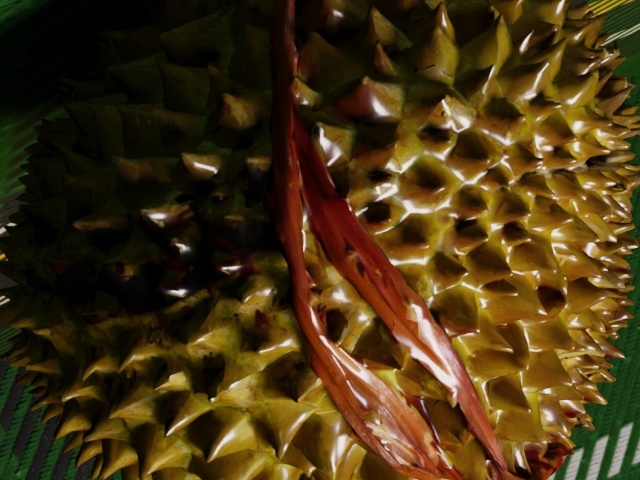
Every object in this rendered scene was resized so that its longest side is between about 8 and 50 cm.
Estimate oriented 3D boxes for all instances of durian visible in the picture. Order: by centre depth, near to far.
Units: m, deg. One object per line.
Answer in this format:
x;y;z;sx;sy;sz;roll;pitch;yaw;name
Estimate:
0.000;-0.004;0.871;0.347;0.347;0.384;-21;162;-43;durian
